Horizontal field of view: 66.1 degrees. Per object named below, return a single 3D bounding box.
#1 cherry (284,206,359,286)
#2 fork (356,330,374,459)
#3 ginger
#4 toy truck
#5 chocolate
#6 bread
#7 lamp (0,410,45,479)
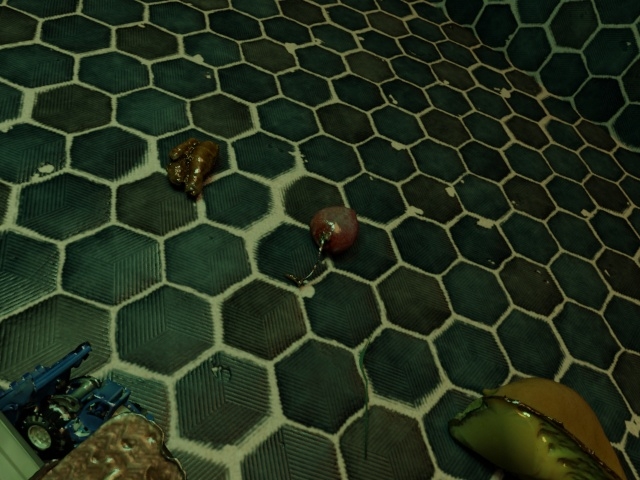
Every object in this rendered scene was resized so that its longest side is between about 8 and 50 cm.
[{"bbox_3d":[0.000,0.000,1.056,0.225,0.090,0.107,-39,86,-30],"label":"cherry"},{"bbox_3d":[0.080,0.274,0.899,0.021,0.039,0.235,13,52,-6],"label":"fork"},{"bbox_3d":[-0.288,-0.173,1.082,0.103,0.073,0.162,17,50,-7],"label":"ginger"},{"bbox_3d":[-0.337,0.231,0.681,0.208,0.126,0.113,30,22,3],"label":"toy truck"},{"bbox_3d":[-0.257,0.312,0.569,0.214,0.093,0.148,-35,77,-21],"label":"chocolate"},{"bbox_3d":[0.388,0.336,0.860,0.262,0.204,0.162,37,52,5],"label":"bread"},{"bbox_3d":[-0.423,0.370,0.553,0.269,0.047,0.266,53,48,-5],"label":"lamp"}]
